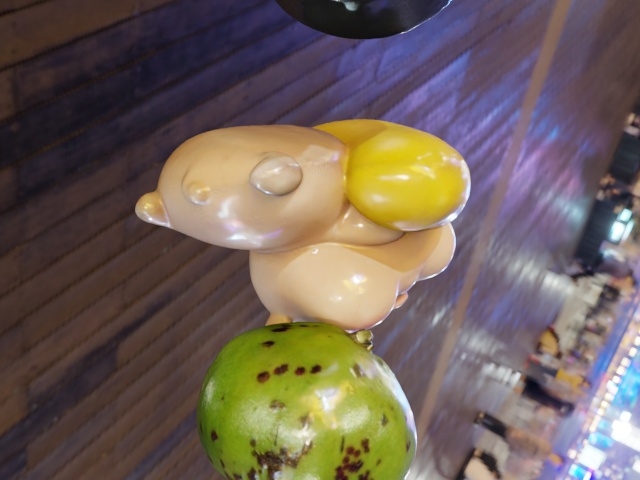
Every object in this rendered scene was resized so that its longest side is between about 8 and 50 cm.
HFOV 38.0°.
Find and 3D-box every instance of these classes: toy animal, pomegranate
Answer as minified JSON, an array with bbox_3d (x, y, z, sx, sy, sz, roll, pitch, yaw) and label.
[{"bbox_3d":[0.014,0.004,0.969,0.345,0.277,0.247,-12,108,-47],"label":"toy animal"},{"bbox_3d":[-0.029,0.192,0.860,0.263,0.211,0.211,-53,159,-7],"label":"pomegranate"}]

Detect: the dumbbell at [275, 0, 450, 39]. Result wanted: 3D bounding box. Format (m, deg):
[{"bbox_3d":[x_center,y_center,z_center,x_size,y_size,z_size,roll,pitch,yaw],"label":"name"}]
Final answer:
[{"bbox_3d":[0.030,-0.323,0.708,0.204,0.203,0.322,-59,165,-16],"label":"dumbbell"}]
